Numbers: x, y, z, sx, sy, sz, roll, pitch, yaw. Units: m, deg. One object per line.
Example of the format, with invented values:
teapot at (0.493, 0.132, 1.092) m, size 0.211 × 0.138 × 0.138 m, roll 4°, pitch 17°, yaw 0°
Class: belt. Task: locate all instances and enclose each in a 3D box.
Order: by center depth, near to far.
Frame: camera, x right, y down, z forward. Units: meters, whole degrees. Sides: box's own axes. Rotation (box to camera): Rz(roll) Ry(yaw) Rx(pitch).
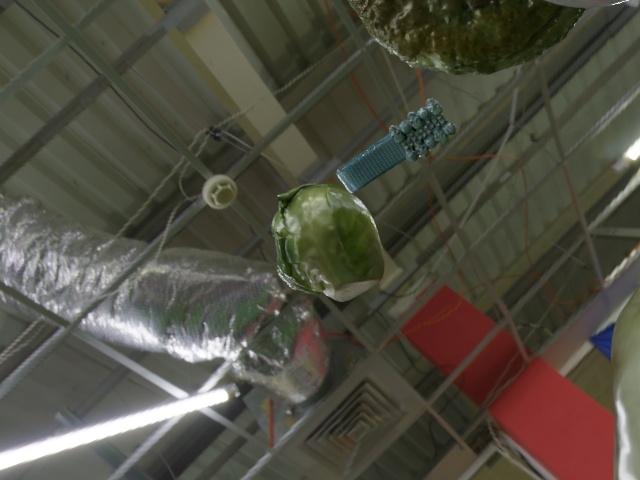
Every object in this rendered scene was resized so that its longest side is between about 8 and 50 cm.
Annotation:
belt at (0.105, -0.130, 0.925) m, size 0.179 × 0.100 × 0.065 m, roll -36°, pitch -82°, yaw 11°

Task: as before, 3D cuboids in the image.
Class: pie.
pie at (0.134, -0.295, 0.614) m, size 0.078 × 0.277 × 0.276 m, roll -30°, pitch -39°, yaw -62°

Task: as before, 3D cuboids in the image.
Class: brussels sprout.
brussels sprout at (0.002, 0.000, 1.389) m, size 0.227 × 0.294 × 0.259 m, roll -31°, pitch -23°, yaw -11°

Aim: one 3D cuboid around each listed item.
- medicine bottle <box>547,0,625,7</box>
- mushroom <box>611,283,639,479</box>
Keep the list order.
medicine bottle at (0.153, -0.207, 0.254) m, size 0.135 × 0.135 × 0.215 m, roll -32°, pitch -6°, yaw -17°
mushroom at (0.314, 0.137, 0.355) m, size 0.352 × 0.260 × 0.352 m, roll 1°, pitch -96°, yaw -12°
